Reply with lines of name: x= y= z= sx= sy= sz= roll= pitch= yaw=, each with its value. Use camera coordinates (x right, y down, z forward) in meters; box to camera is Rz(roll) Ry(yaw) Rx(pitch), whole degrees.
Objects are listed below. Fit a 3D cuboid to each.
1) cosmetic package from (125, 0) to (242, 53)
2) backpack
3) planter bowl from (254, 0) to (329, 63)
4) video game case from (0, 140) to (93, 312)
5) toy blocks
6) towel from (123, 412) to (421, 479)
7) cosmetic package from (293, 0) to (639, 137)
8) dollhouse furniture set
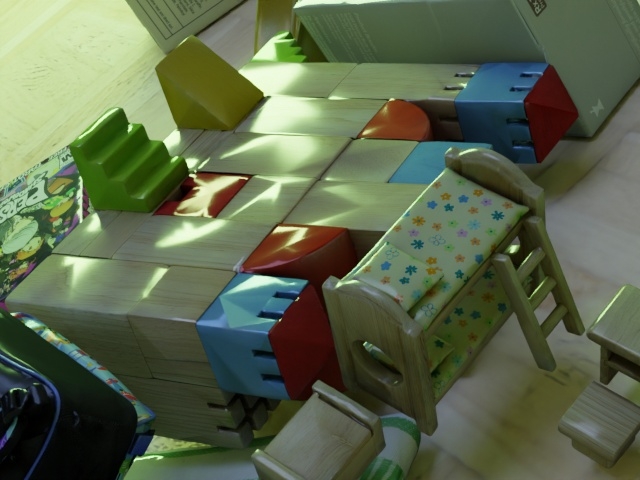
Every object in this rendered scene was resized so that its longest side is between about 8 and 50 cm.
cosmetic package: x=-0.084 y=-0.350 z=1.531 sx=0.309 sy=0.160 sz=0.113 roll=-34 pitch=28 yaw=2
backpack: x=-0.192 y=0.130 z=0.798 sx=0.158 sy=0.117 sz=0.173 roll=28 pitch=93 yaw=33
planter bowl: x=0.009 y=-0.202 z=1.238 sx=0.090 sy=0.217 sz=0.217 roll=5 pitch=28 yaw=-12
video game case: x=-0.292 y=0.024 z=1.323 sx=0.232 sy=0.042 sz=0.210 roll=-30 pitch=31 yaw=10
toy blocks: x=0.000 y=0.000 z=0.939 sx=0.261 sy=0.190 sz=0.381 roll=5 pitch=38 yaw=33
towel: x=-0.102 y=0.194 z=0.780 sx=0.248 sy=0.038 sz=0.325 roll=-13 pitch=17 yaw=34
cosmetic package: x=0.107 y=-0.152 z=1.070 sx=0.238 sy=0.127 sz=0.107 roll=7 pitch=50 yaw=49
dollhouse furniture set: x=0.079 y=0.067 z=0.733 sx=0.161 sy=0.101 sz=0.182 roll=28 pitch=61 yaw=28
